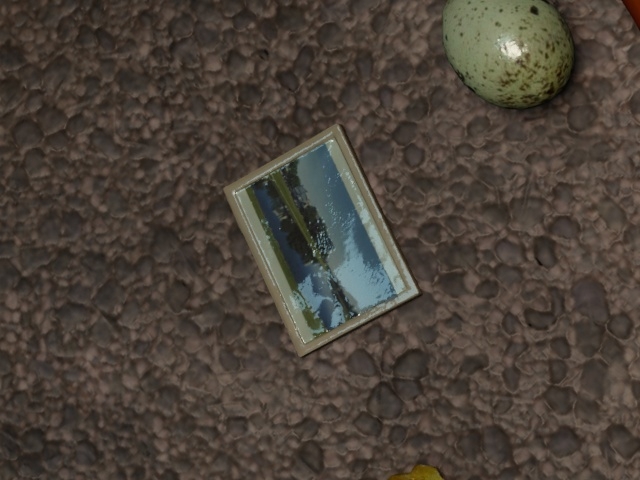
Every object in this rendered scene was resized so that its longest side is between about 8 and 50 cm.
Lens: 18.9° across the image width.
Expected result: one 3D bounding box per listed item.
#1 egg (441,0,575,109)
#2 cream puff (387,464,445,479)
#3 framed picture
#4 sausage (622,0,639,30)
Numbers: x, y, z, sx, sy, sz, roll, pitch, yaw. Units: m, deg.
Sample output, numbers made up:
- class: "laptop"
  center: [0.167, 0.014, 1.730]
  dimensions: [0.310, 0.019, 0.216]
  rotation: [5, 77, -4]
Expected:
- class: "egg"
  center: [0.133, -0.142, 1.386]
  dimensions: [0.110, 0.085, 0.085]
  rotation: [35, 99, 24]
- class: "cream puff"
  center: [0.076, 0.210, 1.400]
  dimensions: [0.083, 0.083, 0.058]
  rotation: [13, 135, 11]
- class: "framed picture"
  center: [0.000, 0.000, 1.466]
  dimensions: [0.109, 0.011, 0.149]
  rotation: [-30, 76, 17]
- class: "sausage"
  center: [0.290, -0.127, 1.318]
  dimensions: [0.097, 0.094, 0.348]
  rotation: [-44, 69, 44]
